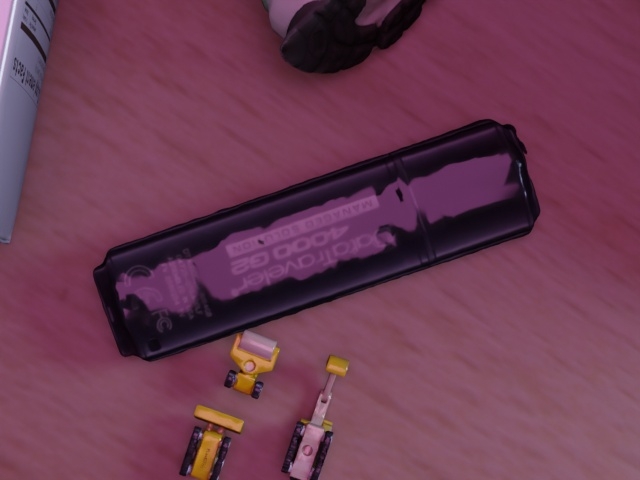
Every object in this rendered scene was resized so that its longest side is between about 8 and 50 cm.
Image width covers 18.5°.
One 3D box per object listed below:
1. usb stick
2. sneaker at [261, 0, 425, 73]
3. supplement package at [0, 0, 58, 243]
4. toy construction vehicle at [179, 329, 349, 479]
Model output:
[{"bbox_3d":[0.000,0.000,1.209,0.278,0.045,0.077,-19,94,-2],"label":"usb stick"},{"bbox_3d":[0.055,-0.306,1.152,0.182,0.158,0.410,41,103,17],"label":"sneaker"},{"bbox_3d":[-0.247,-0.159,1.147,0.177,0.175,0.293,11,87,-2],"label":"supplement package"},{"bbox_3d":[-0.033,0.109,1.210,0.086,0.035,0.098,17,93,2],"label":"toy construction vehicle"}]
